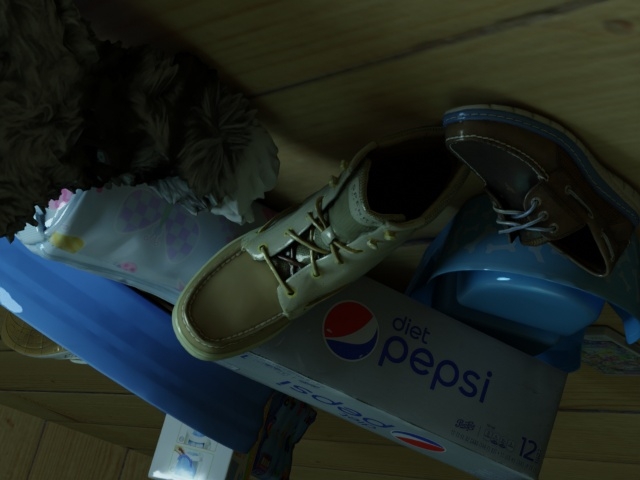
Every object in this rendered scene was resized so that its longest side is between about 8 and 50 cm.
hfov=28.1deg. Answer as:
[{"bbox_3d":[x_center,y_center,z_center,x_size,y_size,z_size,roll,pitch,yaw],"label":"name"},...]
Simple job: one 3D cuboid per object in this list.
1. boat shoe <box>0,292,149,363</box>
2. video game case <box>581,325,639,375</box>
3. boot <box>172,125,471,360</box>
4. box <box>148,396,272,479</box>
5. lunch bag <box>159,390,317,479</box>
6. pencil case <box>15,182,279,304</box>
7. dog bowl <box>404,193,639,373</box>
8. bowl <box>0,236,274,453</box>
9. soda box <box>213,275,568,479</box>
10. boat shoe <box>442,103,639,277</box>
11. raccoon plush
[{"bbox_3d":[-0.297,0.119,1.648,0.277,0.098,0.096,0,157,37],"label":"boat shoe"},{"bbox_3d":[0.282,0.110,1.266,0.122,0.011,0.087,28,159,-36],"label":"video game case"},{"bbox_3d":[0.000,0.000,0.885,0.077,0.213,0.165,57,158,3],"label":"boot"},{"bbox_3d":[-0.136,0.233,1.690,0.103,0.203,0.114,11,164,15],"label":"box"},{"bbox_3d":[-0.179,0.248,1.943,0.293,0.138,0.221,20,168,16],"label":"lunch bag"},{"bbox_3d":[-0.124,-0.001,1.075,0.273,0.124,0.113,30,168,-38],"label":"pencil case"},{"bbox_3d":[0.159,0.038,1.040,0.166,0.074,0.297,17,164,-3],"label":"dog bowl"},{"bbox_3d":[-0.213,0.071,1.259,0.391,0.077,0.391,34,174,4],"label":"bowl"},{"bbox_3d":[0.051,0.099,1.030,0.286,0.098,0.091,25,161,-16],"label":"soda box"},{"bbox_3d":[0.148,-0.030,0.842,0.183,0.066,0.066,26,160,-33],"label":"boat shoe"},{"bbox_3d":[-0.279,-0.085,0.842,0.299,0.216,0.446,12,165,38],"label":"raccoon plush"}]
